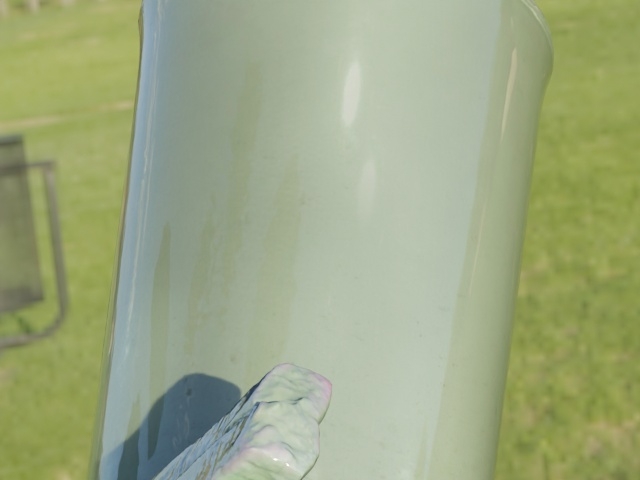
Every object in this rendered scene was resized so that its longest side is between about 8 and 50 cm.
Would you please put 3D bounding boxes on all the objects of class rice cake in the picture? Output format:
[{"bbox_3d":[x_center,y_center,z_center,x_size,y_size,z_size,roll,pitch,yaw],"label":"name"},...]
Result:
[{"bbox_3d":[-0.071,0.137,0.942,0.222,0.042,0.080,-45,13,36],"label":"rice cake"}]

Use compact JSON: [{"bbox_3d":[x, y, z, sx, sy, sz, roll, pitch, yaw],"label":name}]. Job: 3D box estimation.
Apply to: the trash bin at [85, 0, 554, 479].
[{"bbox_3d":[0.000,0.000,1.258,0.280,0.432,0.280,6,-26,3],"label":"trash bin"}]
